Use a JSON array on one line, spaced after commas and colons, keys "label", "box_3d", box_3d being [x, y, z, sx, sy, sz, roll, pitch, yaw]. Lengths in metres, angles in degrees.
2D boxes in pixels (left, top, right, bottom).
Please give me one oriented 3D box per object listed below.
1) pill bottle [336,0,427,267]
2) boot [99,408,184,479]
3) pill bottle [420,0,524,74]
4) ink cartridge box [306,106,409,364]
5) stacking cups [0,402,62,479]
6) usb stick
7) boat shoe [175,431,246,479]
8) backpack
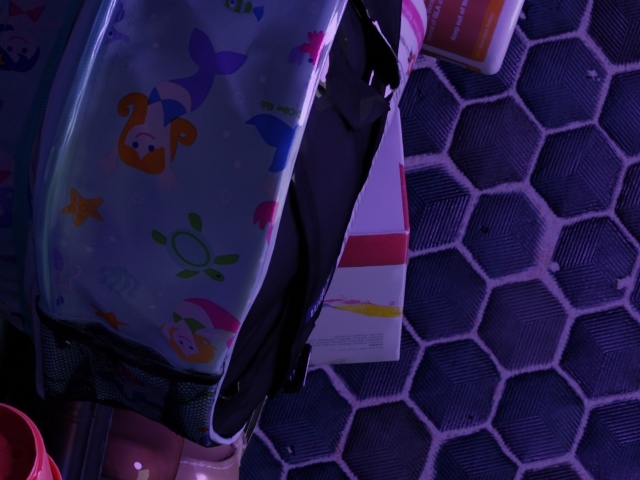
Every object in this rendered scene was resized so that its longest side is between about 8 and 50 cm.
[{"label": "pill bottle", "box_3d": [-0.045, -0.057, 1.056, 0.160, 0.160, 0.283, 99, 11, -69]}, {"label": "boot", "box_3d": [-0.106, 0.042, 1.182, 0.264, 0.096, 0.281, -39, 147, -82]}, {"label": "pill bottle", "box_3d": [0.066, -0.228, 1.334, 0.121, 0.216, 0.121, 20, 90, -87]}, {"label": "ink cartridge box", "box_3d": [0.000, 0.000, 1.237, 0.176, 0.127, 0.128, 90, -2, -52]}, {"label": "stacking cups", "box_3d": [-0.188, 0.183, 0.935, 0.316, 0.096, 0.096, 93, 17, -58]}, {"label": "usb stick", "box_3d": [-0.137, 0.035, 0.913, 0.045, 0.077, 0.278, -16, 135, -39]}, {"label": "boat shoe", "box_3d": [-0.128, 0.176, 1.451, 0.341, 0.121, 0.110, -172, -83, -84]}, {"label": "backpack", "box_3d": [-0.060, -0.052, 0.676, 0.253, 0.191, 0.225, 118, -8, -65]}]
